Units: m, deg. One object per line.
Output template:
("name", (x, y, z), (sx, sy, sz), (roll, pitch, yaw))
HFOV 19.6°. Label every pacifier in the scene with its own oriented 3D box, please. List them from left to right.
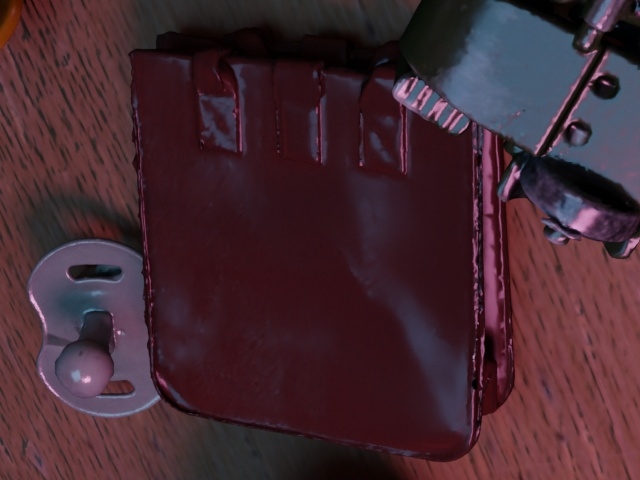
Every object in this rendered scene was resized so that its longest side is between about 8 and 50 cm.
("pacifier", (-0.156, 0.076, 1.346), (0.127, 0.116, 0.150), (5, 115, 1))

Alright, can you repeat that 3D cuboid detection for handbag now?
("handbag", (0.001, 0.000, 1.227), (0.260, 0.084, 0.275), (7, 115, 27))

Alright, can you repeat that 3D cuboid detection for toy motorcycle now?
("toy motorcycle", (0.128, -0.123, 1.053), (0.275, 0.127, 0.205), (30, 116, 4))

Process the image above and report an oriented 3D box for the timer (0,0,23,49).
("timer", (-0.350, -0.201, 1.236), (0.233, 0.233, 0.240), (-5, 155, 33))
